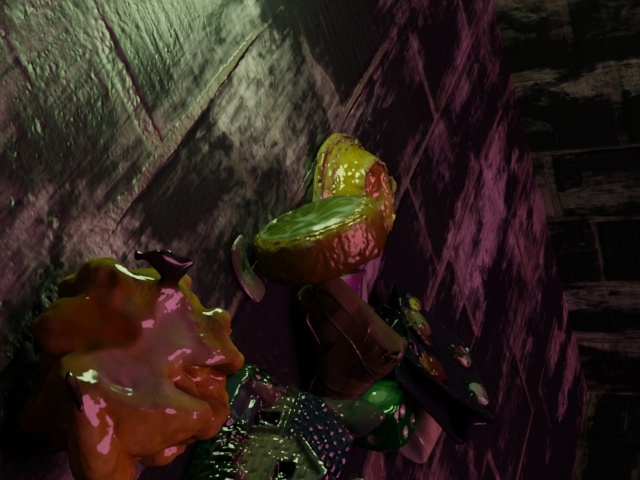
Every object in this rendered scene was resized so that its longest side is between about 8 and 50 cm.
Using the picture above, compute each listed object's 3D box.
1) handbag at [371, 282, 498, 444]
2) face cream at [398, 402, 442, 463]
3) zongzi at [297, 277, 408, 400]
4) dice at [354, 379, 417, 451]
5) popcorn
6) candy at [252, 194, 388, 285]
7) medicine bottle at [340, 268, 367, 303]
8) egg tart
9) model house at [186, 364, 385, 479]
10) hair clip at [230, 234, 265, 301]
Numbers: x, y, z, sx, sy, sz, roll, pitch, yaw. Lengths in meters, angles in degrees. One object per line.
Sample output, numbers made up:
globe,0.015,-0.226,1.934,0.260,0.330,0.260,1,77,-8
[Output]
handbag,0.259,0.280,2.233,0.329,0.122,0.303,45,17,-31
face cream,0.261,0.395,2.423,0.173,0.081,0.348,51,35,-7
zongzi,0.004,0.227,1.970,0.251,0.274,0.125,46,17,5
dice,0.140,0.396,2.161,0.128,0.131,0.120,-44,126,-58
popcorn,-0.266,0.170,1.302,0.316,0.281,0.297,-28,75,-31
candy,0.000,0.000,1.798,0.260,0.260,0.118,-43,118,-56
medicine bottle,0.051,0.169,2.101,0.171,0.052,0.201,-8,96,-63
egg tart,0.084,-0.090,2.115,0.315,0.120,0.315,15,73,-62
model house,-0.037,0.384,1.670,0.243,0.284,0.298,67,33,-42
hair clip,-0.137,0.053,1.774,0.054,0.022,0.137,-63,140,-46
